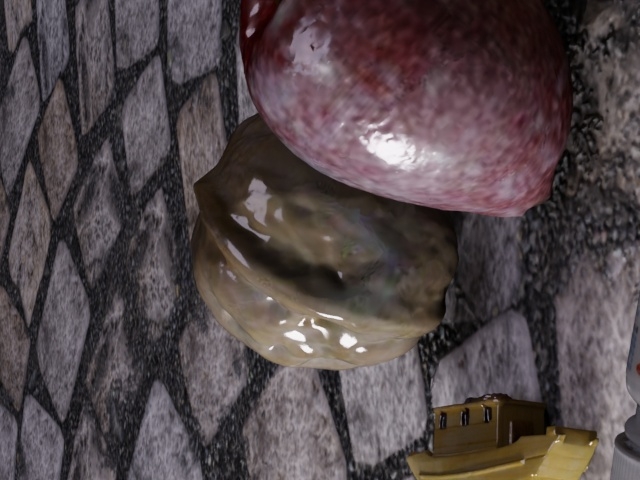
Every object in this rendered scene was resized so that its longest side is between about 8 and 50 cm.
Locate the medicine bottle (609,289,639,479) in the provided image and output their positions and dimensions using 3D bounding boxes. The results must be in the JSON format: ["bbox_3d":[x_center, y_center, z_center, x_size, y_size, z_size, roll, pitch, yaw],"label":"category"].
[{"bbox_3d":[0.231,0.081,0.925,0.105,0.105,0.168,26,111,62],"label":"medicine bottle"}]

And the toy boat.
[{"bbox_3d":[0.133,0.153,1.173,0.200,0.057,0.077,-19,65,62],"label":"toy boat"}]

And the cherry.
[{"bbox_3d":[0.063,-0.126,1.120,0.203,0.300,0.230,-51,21,3],"label":"cherry"}]

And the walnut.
[{"bbox_3d":[0.000,0.000,1.268,0.224,0.224,0.224,-8,81,63],"label":"walnut"}]
